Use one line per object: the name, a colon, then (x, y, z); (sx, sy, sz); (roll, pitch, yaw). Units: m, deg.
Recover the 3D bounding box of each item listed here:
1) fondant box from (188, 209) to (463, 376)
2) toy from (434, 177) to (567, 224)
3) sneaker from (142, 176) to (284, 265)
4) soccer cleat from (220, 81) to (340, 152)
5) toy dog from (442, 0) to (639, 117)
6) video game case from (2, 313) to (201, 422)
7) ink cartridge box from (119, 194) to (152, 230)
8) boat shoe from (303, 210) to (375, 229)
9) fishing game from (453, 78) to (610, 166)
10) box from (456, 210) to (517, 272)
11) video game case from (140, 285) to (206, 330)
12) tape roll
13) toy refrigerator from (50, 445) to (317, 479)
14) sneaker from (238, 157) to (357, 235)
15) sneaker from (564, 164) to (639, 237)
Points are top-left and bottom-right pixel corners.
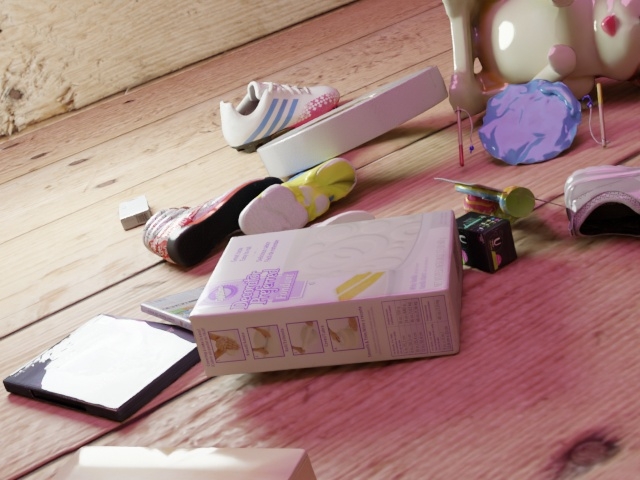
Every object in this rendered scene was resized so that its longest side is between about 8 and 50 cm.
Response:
fondant box: (0.019, 0.066, 1.256); (0.330, 0.096, 0.238); (-8, 24, 13)
toy: (0.255, -0.054, 1.394); (0.136, 0.056, 0.237); (13, 1, -8)
sneaker: (-0.198, -0.049, 1.726); (0.270, 0.090, 0.145); (-35, 30, -32)
soccer cleat: (-0.092, -0.326, 2.236); (0.331, 0.143, 0.116); (-30, 25, -30)
toy dog: (0.489, -0.382, 1.844); (0.408, 0.285, 0.395); (-3, -8, 34)
video game case: (-0.303, 0.175, 1.358); (0.274, 0.026, 0.196); (2, 29, 41)
ink cartridge box: (-0.387, -0.060, 1.974); (0.063, 0.029, 0.115); (-20, 21, -6)
boat shoe: (0.000, 0.000, 1.511); (0.184, 0.066, 0.063); (-30, 24, -6)
fishing game: (0.372, -0.208, 1.680); (0.264, 0.041, 0.189); (-10, 57, 17)
box: (0.226, 0.001, 1.329); (0.052, 0.062, 0.083); (-27, 24, -26)
video game case: (-0.178, 0.101, 1.416); (0.119, 0.015, 0.166); (-14, 16, -37)
tape roll: (0.062, -0.232, 1.867); (0.392, 0.072, 0.392); (-24, 8, 4)
toy refrigerator: (-0.132, 0.264, 0.916); (0.269, 0.102, 0.094); (-6, 24, 27)
sneaker: (-0.049, -0.067, 1.696); (0.240, 0.091, 0.126); (-26, 5, -21)
sneaker: (0.463, -0.046, 1.254); (0.281, 0.105, 0.115); (-10, 38, 31)
